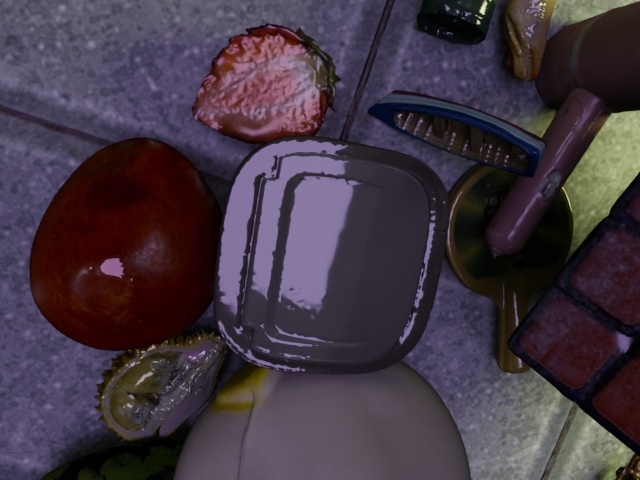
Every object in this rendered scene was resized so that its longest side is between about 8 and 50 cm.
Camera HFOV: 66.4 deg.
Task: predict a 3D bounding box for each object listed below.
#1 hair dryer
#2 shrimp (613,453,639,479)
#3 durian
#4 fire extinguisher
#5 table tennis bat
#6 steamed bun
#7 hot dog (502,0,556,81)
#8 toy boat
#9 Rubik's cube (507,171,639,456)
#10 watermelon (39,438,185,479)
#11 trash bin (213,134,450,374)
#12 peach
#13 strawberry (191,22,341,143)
[{"bbox_3d":[0.321,-0.121,0.606,0.126,0.210,0.352,27,97,-13],"label":"hair dryer"},{"bbox_3d":[0.508,0.483,0.809,0.152,0.063,0.286,12,101,-12],"label":"shrimp"},{"bbox_3d":[-0.196,0.163,0.637,0.208,0.102,0.146,-36,131,-5],"label":"durian"},{"bbox_3d":[0.204,-0.404,0.600,0.093,0.118,0.294,9,100,-45],"label":"fire extinguisher"},{"bbox_3d":[0.276,0.038,0.714,0.199,0.050,0.320,-6,96,-8],"label":"table tennis bat"},{"bbox_3d":[0.012,0.282,0.565,0.334,0.374,0.333,-9,71,28],"label":"steamed bun"},{"bbox_3d":[0.272,-0.297,0.641,0.078,0.061,0.168,2,105,-51],"label":"hot dog"},{"bbox_3d":[0.166,-0.143,0.617,0.229,0.080,0.045,28,76,28],"label":"toy boat"},{"bbox_3d":[0.463,0.063,0.490,0.344,0.337,0.344,44,117,26],"label":"Rubik's cube"},{"bbox_3d":[-0.271,0.327,0.632,0.304,0.159,0.128,-19,98,-3],"label":"watermelon"},{"bbox_3d":[0.000,0.000,0.562,0.220,0.250,0.219,10,98,-10],"label":"trash bin"},{"bbox_3d":[-0.203,0.004,0.548,0.200,0.243,0.243,16,97,-16],"label":"peach"},{"bbox_3d":[-0.066,-0.181,0.610,0.187,0.082,0.146,-18,96,2],"label":"strawberry"}]
